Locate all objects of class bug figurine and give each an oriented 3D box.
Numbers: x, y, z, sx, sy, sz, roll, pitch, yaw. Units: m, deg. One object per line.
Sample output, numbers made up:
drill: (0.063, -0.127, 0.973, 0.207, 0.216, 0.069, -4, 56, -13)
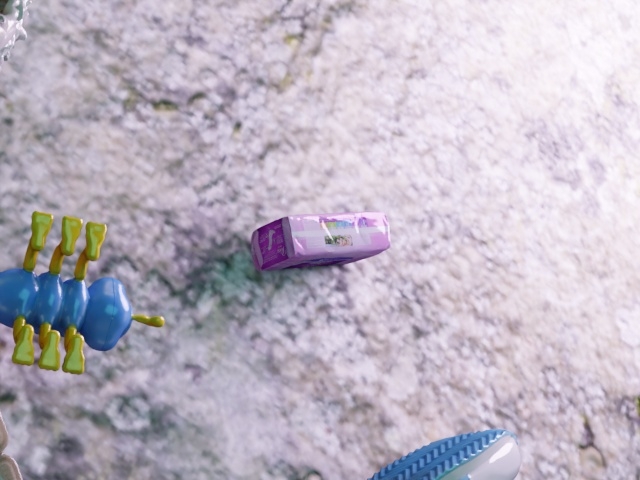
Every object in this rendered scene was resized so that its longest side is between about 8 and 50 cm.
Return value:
bug figurine: (-0.205, 0.115, 0.908, 0.216, 0.072, 0.279, 16, 73, -20)

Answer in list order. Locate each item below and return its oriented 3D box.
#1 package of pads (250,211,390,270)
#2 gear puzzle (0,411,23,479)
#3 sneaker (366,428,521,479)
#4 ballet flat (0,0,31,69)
package of pads: (0.000, 0.000, 1.121, 0.083, 0.050, 0.032, -4, 78, -36)
gear puzzle: (-0.297, 0.158, 0.777, 0.339, 0.044, 0.175, -19, 89, -31)
sneaker: (0.054, 0.204, 1.057, 0.229, 0.087, 0.092, -42, 103, -31)
ballet flat: (-0.196, -0.246, 1.030, 0.147, 0.147, 0.408, 22, 56, -26)
